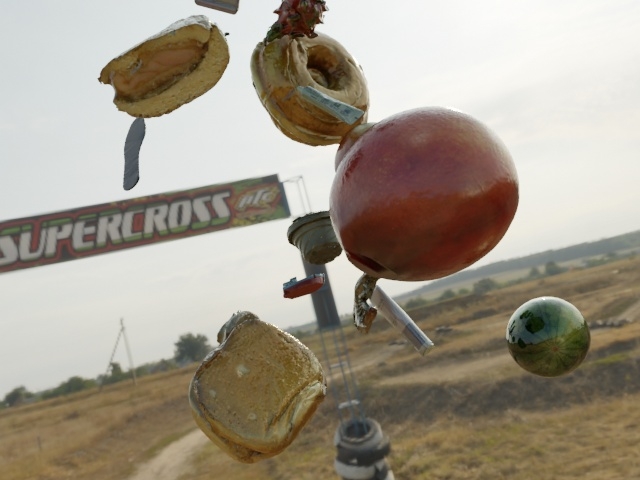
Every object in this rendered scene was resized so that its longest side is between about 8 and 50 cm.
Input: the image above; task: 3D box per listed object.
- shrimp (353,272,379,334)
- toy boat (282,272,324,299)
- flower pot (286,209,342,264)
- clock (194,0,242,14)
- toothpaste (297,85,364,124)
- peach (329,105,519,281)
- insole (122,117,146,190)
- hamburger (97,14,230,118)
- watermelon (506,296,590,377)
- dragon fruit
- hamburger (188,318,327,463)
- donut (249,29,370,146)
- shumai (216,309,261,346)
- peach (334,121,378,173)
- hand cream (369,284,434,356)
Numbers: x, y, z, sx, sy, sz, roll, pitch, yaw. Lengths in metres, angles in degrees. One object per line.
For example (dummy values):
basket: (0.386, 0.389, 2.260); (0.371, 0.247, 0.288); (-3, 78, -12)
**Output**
shrimp: (0.131, 0.174, 1.749); (0.058, 0.173, 0.253); (4, -25, -10)
toy boat: (-0.061, 0.158, 2.200); (0.173, 0.058, 0.069); (-18, -39, -14)
flower pot: (0.000, 0.000, 2.254); (0.236, 0.140, 0.235); (-17, -27, -9)
clock: (-0.304, -0.809, 1.888); (0.145, 0.073, 0.193); (13, -48, -3)
toothpaste: (0.019, -0.382, 1.713); (0.064, 0.218, 0.041); (-44, -28, -26)
peach: (0.196, -0.084, 1.259); (0.389, 0.387, 0.388); (-14, -8, -2)
insole: (-0.705, -0.333, 2.323); (0.119, 0.348, 0.009); (-24, -36, 26)
hamburger: (-0.319, -0.413, 1.413); (0.330, 0.162, 0.209); (-19, 25, 26)
watermelon: (0.534, 0.225, 1.448); (0.188, 0.187, 0.215); (-17, 2, 15)
dragon fruit: (-0.078, -0.655, 1.830); (0.236, 0.135, 0.137); (-50, -39, 7)
hamburger: (-0.148, 0.350, 1.451); (0.304, 0.284, 0.174); (-41, -13, -46)
donut: (-0.025, -0.507, 2.020); (0.449, 0.448, 0.198); (-8, -19, -36)
shumai: (-0.259, 0.301, 1.873); (0.120, 0.201, 0.201); (1, 0, 29)
peach: (0.151, -0.233, 1.805); (0.233, 0.232, 0.256); (-17, 21, 15)
hand cream: (0.236, 0.235, 1.824); (0.048, 0.255, 0.079); (-18, -38, -39)
